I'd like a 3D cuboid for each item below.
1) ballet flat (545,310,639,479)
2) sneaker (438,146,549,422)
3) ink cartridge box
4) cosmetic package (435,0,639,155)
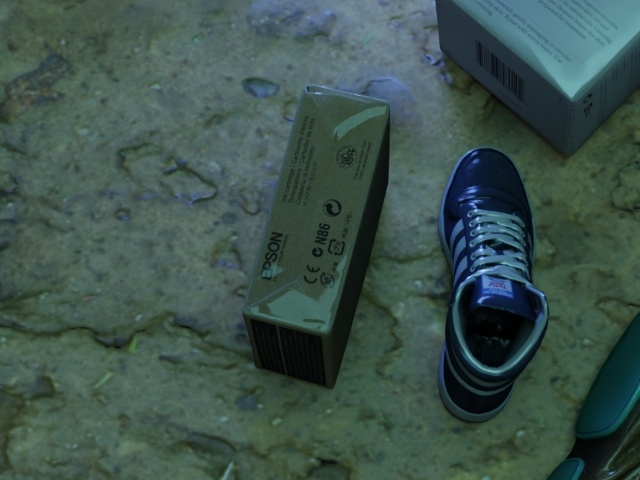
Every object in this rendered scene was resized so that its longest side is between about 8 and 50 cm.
[{"bbox_3d":[0.284,0.218,1.475,0.124,0.116,0.342,37,73,-10],"label":"ballet flat"},{"bbox_3d":[0.166,0.022,1.508,0.099,0.153,0.282,5,70,0],"label":"sneaker"},{"bbox_3d":[0.000,0.000,1.491,0.088,0.193,0.235,13,70,6],"label":"ink cartridge box"},{"bbox_3d":[0.310,-0.292,1.596,0.365,0.155,0.197,-43,71,-8],"label":"cosmetic package"}]
